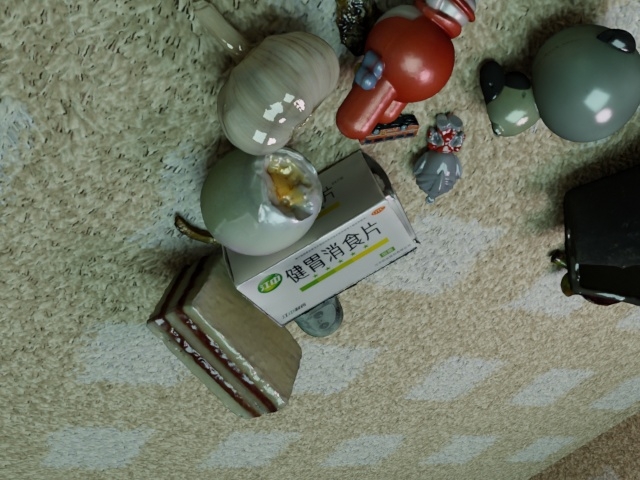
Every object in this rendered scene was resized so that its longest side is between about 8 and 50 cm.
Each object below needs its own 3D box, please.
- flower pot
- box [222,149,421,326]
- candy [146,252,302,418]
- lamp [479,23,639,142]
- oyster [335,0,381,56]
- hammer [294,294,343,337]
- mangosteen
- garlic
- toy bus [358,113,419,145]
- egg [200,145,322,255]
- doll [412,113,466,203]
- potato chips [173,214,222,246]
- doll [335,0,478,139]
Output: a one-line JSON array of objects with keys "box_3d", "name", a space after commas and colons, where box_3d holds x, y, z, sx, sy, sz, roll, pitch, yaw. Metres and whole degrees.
[{"box_3d": [0.655, -0.014, 1.316, 0.250, 0.380, 0.379, -4, 144, 17], "name": "flower pot"}, {"box_3d": [0.002, -0.001, 1.164, 0.332, 0.145, 0.173, -31, 141, 9], "name": "box"}, {"box_3d": [-0.180, 0.193, 1.235, 0.135, 0.180, 0.321, -21, 121, 25], "name": "candy"}, {"box_3d": [0.400, -0.248, 1.027, 0.243, 0.198, 0.198, -9, 147, 27], "name": "lamp"}, {"box_3d": [0.053, -0.323, 0.906, 0.086, 0.029, 0.132, -36, 144, 19], "name": "oyster"}, {"box_3d": [-0.113, 0.160, 1.379, 0.305, 0.113, 0.202, -16, 139, 11], "name": "hammer"}, {"box_3d": [0.686, 0.081, 1.543, 0.183, 0.173, 0.172, -11, 150, 35], "name": "mangosteen"}, {"box_3d": [-0.102, -0.238, 0.874, 0.226, 0.199, 0.199, 42, 117, -13], "name": "garlic"}, {"box_3d": [0.116, -0.193, 1.087, 0.110, 0.031, 0.043, -10, 147, -10], "name": "toy bus"}, {"box_3d": [-0.108, -0.063, 1.037, 0.183, 0.183, 0.217, 11, 159, -31], "name": "egg"}, {"box_3d": [0.222, -0.147, 1.152, 0.093, 0.079, 0.180, 5, 125, -4], "name": "doll"}, {"box_3d": [-0.197, -0.005, 1.196, 0.204, 0.026, 0.037, 22, 121, -39], "name": "potato chips"}, {"box_3d": [0.129, -0.268, 0.909, 0.290, 0.130, 0.161, -52, 162, 15], "name": "doll"}]
